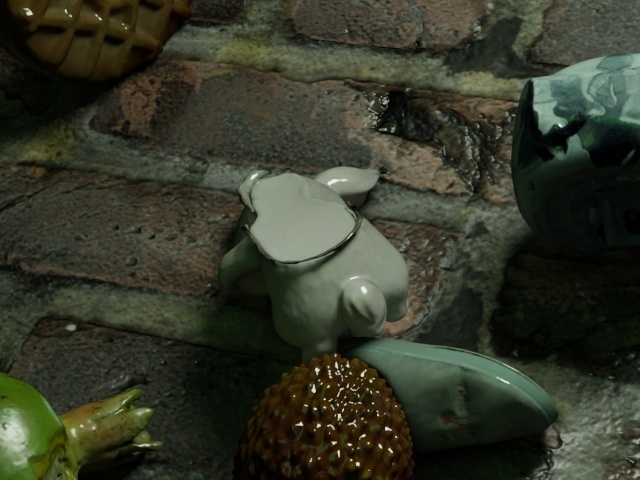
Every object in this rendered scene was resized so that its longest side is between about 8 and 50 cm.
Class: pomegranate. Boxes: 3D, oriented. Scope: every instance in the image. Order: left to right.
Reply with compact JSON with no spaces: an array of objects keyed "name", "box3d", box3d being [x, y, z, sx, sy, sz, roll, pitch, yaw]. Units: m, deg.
[{"name":"pomegranate","box3d":[-0.322,0.238,1.665,0.302,0.236,0.236,-26,49,-31]}]

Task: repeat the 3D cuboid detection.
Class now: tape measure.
[{"name":"tape measure","box3d":[0.324,-0.083,1.623,0.256,0.275,0.147,-5,60,21]}]

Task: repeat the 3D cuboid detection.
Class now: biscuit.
[{"name":"biscuit","box3d":[-0.271,-0.356,2.008,0.115,0.268,0.366,22,62,37]}]

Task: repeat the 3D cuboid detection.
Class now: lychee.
[{"name":"lychee","box3d":[0.003,0.231,1.563,0.200,0.200,0.238,2,64,19]}]

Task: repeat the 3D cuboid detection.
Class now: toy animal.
[{"name":"toy animal","box3d":[-0.006,0.004,1.722,0.208,0.154,0.325,-10,34,10]}]

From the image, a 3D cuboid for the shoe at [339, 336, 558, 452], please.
[{"name":"shoe","box3d":[0.119,0.170,1.627,0.251,0.103,0.100,12,60,30]}]
